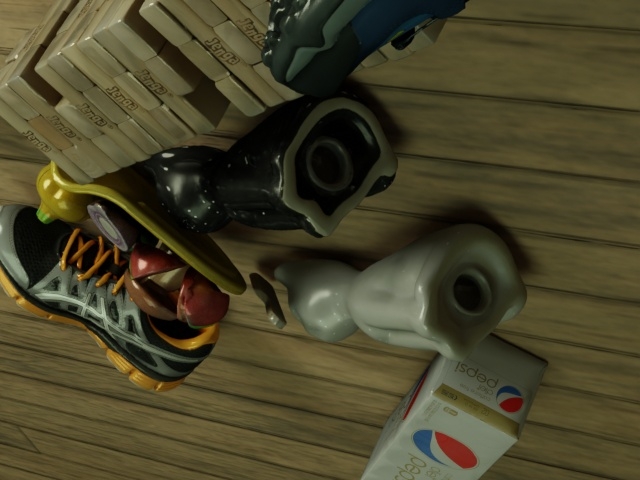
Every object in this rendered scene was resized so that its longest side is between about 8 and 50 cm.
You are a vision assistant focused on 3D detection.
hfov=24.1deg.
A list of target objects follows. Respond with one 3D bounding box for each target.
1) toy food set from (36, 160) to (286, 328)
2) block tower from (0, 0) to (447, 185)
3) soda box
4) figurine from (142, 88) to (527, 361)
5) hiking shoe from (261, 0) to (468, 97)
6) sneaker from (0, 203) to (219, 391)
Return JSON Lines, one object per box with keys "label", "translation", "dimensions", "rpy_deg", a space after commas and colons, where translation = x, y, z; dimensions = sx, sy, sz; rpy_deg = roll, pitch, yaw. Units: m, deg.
{"label": "toy food set", "translation": [-0.124, 0.011, 1.065], "dimensions": [0.218, 0.071, 0.128], "rpy_deg": [41, -175, -21]}
{"label": "block tower", "translation": [-0.062, -0.124, 0.842], "dimensions": [0.097, 0.091, 0.335], "rpy_deg": [42, 146, -26]}
{"label": "soda box", "translation": [0.097, 0.145, 1.157], "dimensions": [0.074, 0.069, 0.216], "rpy_deg": [27, 150, 0]}
{"label": "figurine", "translation": [0.000, 0.000, 1.007], "dimensions": [0.215, 0.092, 0.209], "rpy_deg": [42, 156, -25]}
{"label": "hiking shoe", "translation": [0.093, -0.142, 0.602], "dimensions": [0.132, 0.113, 0.304], "rpy_deg": [32, 130, -22]}
{"label": "sneaker", "translation": [-0.171, 0.035, 1.203], "dimensions": [0.215, 0.084, 0.083], "rpy_deg": [37, 136, -23]}
